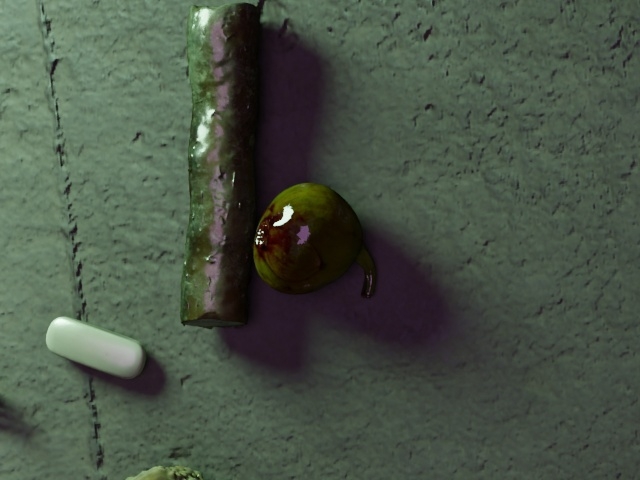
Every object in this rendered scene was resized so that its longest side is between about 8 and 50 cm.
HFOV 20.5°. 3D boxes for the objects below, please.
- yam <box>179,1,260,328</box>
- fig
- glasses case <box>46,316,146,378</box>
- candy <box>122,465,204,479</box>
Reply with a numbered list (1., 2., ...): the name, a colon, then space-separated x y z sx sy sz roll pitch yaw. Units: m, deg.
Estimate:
1. yam: -0.077 -0.055 1.363 0.061 0.061 0.252 3 92 13
2. fig: 0.000 0.000 1.347 0.098 0.082 0.084 9 75 -26
3. glasses case: -0.178 0.085 1.406 0.083 0.021 0.032 18 95 12
4. candy: -0.125 0.217 1.352 0.095 0.110 0.085 -40 87 8
